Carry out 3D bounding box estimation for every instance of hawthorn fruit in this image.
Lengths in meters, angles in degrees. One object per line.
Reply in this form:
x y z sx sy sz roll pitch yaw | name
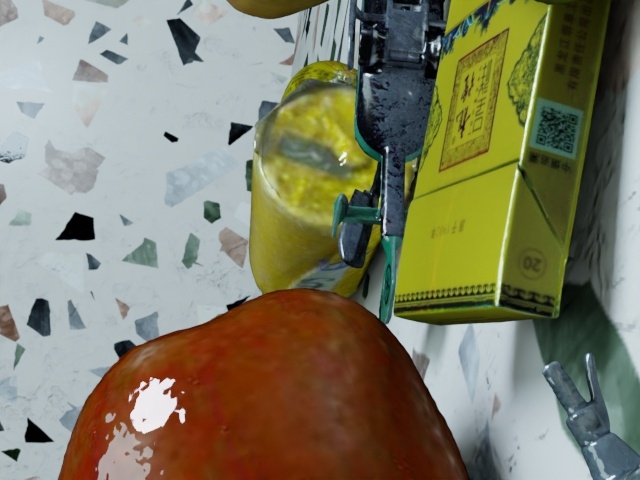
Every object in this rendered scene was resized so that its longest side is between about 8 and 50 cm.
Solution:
-0.032 0.182 0.669 0.311 0.295 0.295 -116 34 -72 | hawthorn fruit

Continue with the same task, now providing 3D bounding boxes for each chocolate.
0.000 0.000 1.197 0.445 0.162 0.162 104 171 -67 | chocolate

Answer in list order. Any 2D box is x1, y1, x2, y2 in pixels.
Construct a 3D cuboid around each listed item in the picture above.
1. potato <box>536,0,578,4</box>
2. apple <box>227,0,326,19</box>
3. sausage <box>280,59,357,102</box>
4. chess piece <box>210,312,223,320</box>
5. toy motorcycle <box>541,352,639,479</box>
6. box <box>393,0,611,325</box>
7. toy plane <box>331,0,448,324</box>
0.075 -0.270 0.406 0.280 0.212 0.330 -116 41 -68 | potato
-0.001 -0.389 1.079 0.314 0.252 0.309 88 -174 -85 | apple
-0.003 -0.096 1.305 0.347 0.123 0.123 109 166 -57 | sausage
-0.090 0.317 1.286 0.234 0.234 0.442 142 140 -80 | chess piece
0.108 0.141 0.311 0.157 0.090 0.263 115 160 -82 | toy motorcycle
0.106 -0.092 0.603 0.153 0.041 0.279 161 122 -73 | box
0.065 -0.109 0.909 0.155 0.106 0.382 97 176 -61 | toy plane
